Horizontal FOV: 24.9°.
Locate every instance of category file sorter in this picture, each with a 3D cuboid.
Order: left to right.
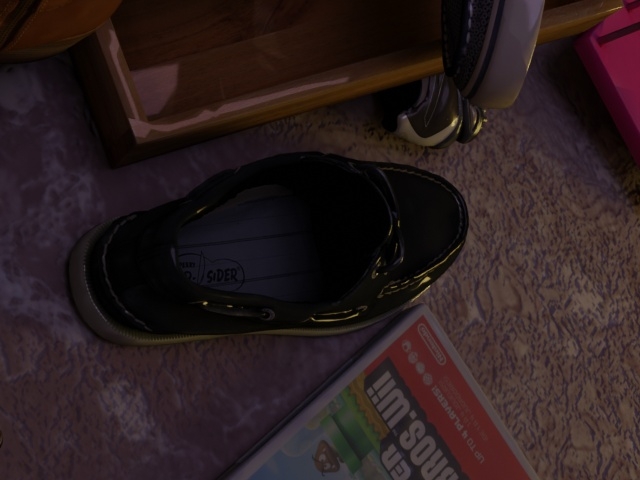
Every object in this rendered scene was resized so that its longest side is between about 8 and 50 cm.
[{"bbox_3d":[0.399,-0.182,1.303,0.202,0.182,0.291,58,46,-16],"label":"file sorter"}]

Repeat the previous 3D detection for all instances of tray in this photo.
[{"bbox_3d":[0.009,-0.207,1.056,0.411,0.076,0.203,-19,86,-25],"label":"tray"}]

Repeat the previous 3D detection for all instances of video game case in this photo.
[{"bbox_3d":[0.042,0.200,1.022,0.285,0.025,0.204,-39,98,-39],"label":"video game case"}]

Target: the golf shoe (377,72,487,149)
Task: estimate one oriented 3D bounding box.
[{"bbox_3d":[0.071,-0.170,1.146,0.094,0.077,0.198,-2,74,-39],"label":"golf shoe"}]

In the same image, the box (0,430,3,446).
[{"bbox_3d":[-0.360,0.073,0.668,0.381,0.143,0.191,41,50,-22],"label":"box"}]

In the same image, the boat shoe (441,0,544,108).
[{"bbox_3d":[0.070,-0.259,1.002,0.158,0.127,0.340,6,72,-9],"label":"boat shoe"}]

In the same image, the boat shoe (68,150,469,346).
[{"bbox_3d":[-0.001,-0.004,1.005,0.340,0.113,0.127,-4,76,-38],"label":"boat shoe"}]

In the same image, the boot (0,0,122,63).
[{"bbox_3d":[-0.231,-0.138,0.794,0.283,0.220,0.109,-8,83,-24],"label":"boot"}]
